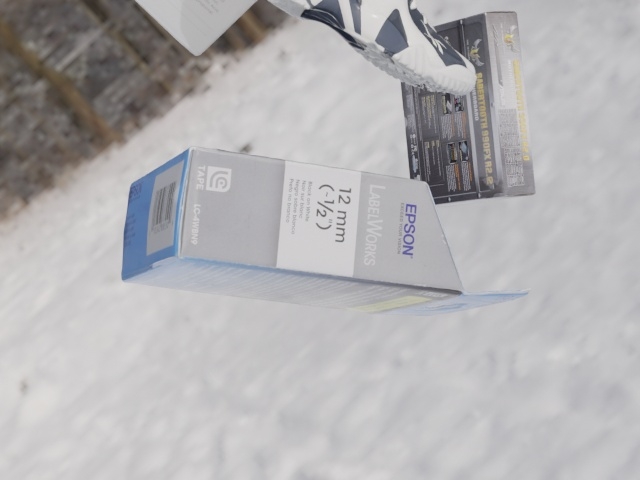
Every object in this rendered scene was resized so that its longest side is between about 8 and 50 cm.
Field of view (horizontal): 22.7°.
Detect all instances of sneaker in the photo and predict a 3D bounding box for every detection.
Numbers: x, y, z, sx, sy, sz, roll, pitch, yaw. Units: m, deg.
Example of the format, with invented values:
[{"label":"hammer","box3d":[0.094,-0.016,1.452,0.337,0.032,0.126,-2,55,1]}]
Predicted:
[{"label":"sneaker","box3d":[0.068,-0.246,1.484,0.153,0.235,0.094,-61,4,-3]}]

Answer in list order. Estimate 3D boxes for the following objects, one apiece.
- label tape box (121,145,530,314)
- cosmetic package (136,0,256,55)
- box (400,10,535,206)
[{"label":"label tape box","box3d":[0.000,0.000,1.568,0.249,0.347,0.115,161,114,-70]},{"label":"cosmetic package","box3d":[-0.118,-0.325,1.673,0.183,0.151,0.151,-41,22,16]},{"label":"box","box3d":[0.181,-0.162,2.016,0.056,0.231,0.183,-6,-1,-36]}]
